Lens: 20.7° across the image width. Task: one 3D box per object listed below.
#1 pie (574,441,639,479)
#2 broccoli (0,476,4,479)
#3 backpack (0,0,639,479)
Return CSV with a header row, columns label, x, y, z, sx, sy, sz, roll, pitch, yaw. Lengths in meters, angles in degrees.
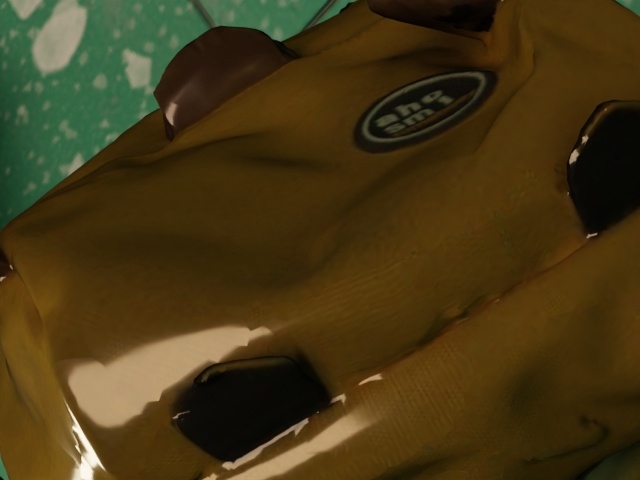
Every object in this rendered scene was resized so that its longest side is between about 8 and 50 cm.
label,x,y,z,sx,sy,sz,roll,pitch,yaw
pie,0.257,0.196,0.616,0.395,0.180,0.418,41,98,36
broccoli,-0.140,0.306,0.795,0.413,0.310,0.321,32,75,24
backpack,0.001,0.006,0.729,0.353,0.201,0.378,-31,16,-11
